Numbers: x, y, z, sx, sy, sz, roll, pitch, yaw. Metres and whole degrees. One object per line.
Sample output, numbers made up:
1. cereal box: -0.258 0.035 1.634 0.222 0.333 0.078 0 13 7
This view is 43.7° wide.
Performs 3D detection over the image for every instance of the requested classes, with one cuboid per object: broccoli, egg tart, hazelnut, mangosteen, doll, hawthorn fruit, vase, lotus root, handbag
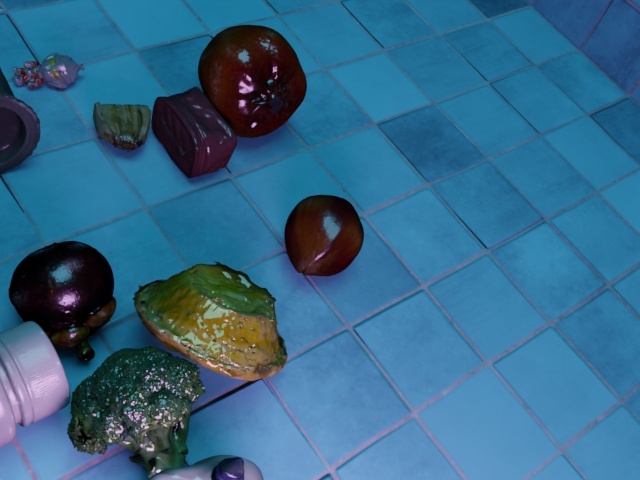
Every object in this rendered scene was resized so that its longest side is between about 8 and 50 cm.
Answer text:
1. broccoli: -0.336 0.332 1.497 0.270 0.270 0.270 -26 99 -33
2. egg tart: -0.209 0.148 1.639 0.345 0.132 0.345 24 17 -8
3. hazelnut: 0.000 0.000 1.880 0.208 0.208 0.208 10 51 -12
4. mangosteen: -0.509 0.126 1.608 0.211 0.211 0.250 -20 93 -31
5. doll: -0.693 -0.432 2.047 0.180 0.079 0.094 -13 87 -20
6. hawthorn fruit: -0.183 -0.430 2.085 0.295 0.295 0.311 -8 57 -25
7. vase: -0.798 -0.327 1.832 0.245 0.245 0.291 -12 53 -27
8. lotus root: -0.494 -0.274 1.993 0.143 0.070 0.144 4 48 -24
9. handbag: -0.323 -0.270 1.999 0.135 0.146 0.225 -23 66 -36

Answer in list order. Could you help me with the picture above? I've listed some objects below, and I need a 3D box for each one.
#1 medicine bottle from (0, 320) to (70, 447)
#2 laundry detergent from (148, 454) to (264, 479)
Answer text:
1. medicine bottle: -0.638 0.289 1.412 0.340 0.208 0.208 -23 64 -33
2. laundry detergent: -0.200 0.447 1.397 0.215 0.280 0.105 9 53 -13
